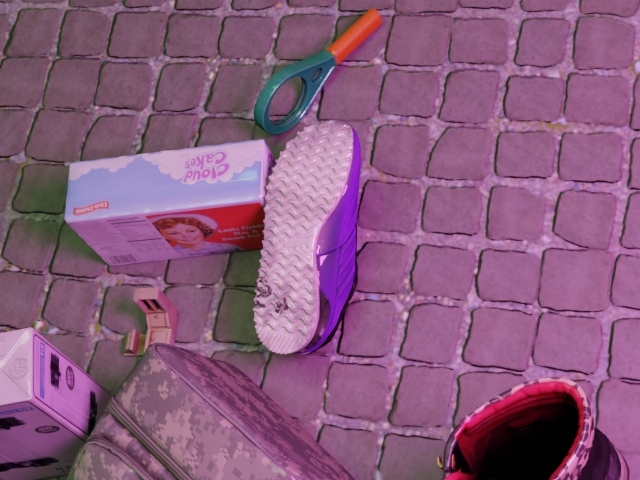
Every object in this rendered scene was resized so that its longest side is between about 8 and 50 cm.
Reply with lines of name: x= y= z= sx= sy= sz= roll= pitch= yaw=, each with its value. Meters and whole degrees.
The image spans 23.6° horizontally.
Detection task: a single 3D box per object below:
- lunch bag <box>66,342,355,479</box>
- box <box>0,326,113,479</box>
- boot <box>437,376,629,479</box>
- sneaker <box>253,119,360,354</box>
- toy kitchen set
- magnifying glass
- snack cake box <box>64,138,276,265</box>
lunch bag: x=-0.137 y=0.306 z=1.778 sx=0.305 sy=0.212 sz=0.256 roll=39 pitch=98 yaw=28
box: x=-0.360 y=0.205 z=1.834 sx=0.169 sy=0.290 sz=0.087 roll=-10 pitch=65 yaw=10
boot: x=0.169 y=0.310 z=1.630 sx=0.377 sy=0.284 sz=0.138 roll=-39 pitch=62 yaw=-5
sneaker: x=-0.001 y=0.000 z=1.900 sx=0.102 sy=0.146 sz=0.293 roll=11 pitch=86 yaw=27
toy kitchen set: x=-0.230 y=0.114 z=1.957 sx=0.068 sy=0.075 sz=0.083 roll=-3 pitch=61 yaw=16
magnifying glass: x=-0.003 y=-0.230 z=2.053 sx=0.231 sy=0.092 sz=0.026 roll=-43 pitch=57 yaw=-17
snack cake box: x=-0.177 y=-0.046 z=1.973 sx=0.264 sy=0.152 sz=0.089 roll=-6 pitch=64 yaw=13
